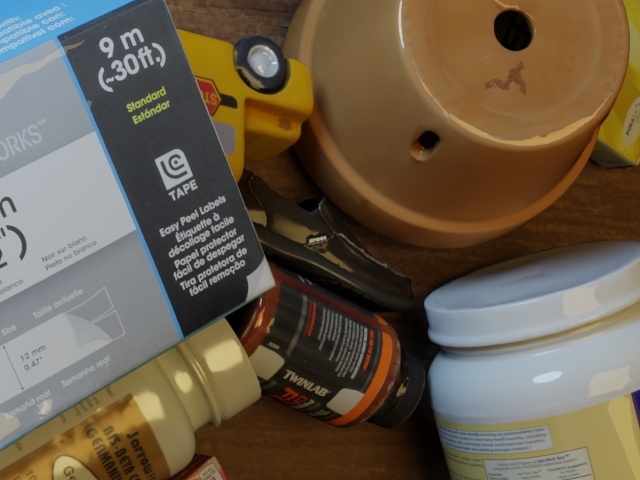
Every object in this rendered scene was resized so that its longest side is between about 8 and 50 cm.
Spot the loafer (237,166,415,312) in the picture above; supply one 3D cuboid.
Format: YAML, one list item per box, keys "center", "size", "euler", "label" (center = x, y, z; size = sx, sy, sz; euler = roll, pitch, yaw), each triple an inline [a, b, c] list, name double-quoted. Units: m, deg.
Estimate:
- center: [0.000, 0.000, 1.499]
  size: [0.220, 0.080, 0.078]
  euler: [28, 72, -31]
  label: "loafer"

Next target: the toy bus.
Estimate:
- center: [-0.167, -0.107, 1.356]
  size: [0.333, 0.108, 0.130]
  euler: [11, 66, -33]
  label: "toy bus"

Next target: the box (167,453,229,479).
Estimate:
- center: [-0.171, 0.286, 1.352]
  size: [0.257, 0.122, 0.128]
  euler: [-38, 110, -28]
  label: "box"

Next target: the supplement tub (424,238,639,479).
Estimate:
- center: [0.232, 0.186, 1.554]
  size: [0.241, 0.241, 0.331]
  euler: [-22, 101, -32]
  label: "supplement tub"

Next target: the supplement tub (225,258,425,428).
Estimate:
- center: [-0.005, 0.094, 1.479]
  size: [0.198, 0.106, 0.106]
  euler: [27, 74, -29]
  label: "supplement tub"

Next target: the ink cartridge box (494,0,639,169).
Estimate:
- center: [0.234, -0.273, 1.673]
  size: [0.307, 0.072, 0.303]
  euler: [31, 73, -32]
  label: "ink cartridge box"

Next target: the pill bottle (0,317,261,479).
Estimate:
- center: [-0.167, 0.137, 1.324]
  size: [0.229, 0.131, 0.131]
  euler: [-31, 106, -15]
  label: "pill bottle"

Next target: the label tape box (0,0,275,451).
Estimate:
- center: [-0.209, -0.067, 1.188]
  size: [0.249, 0.115, 0.347]
  euler: [-30, 110, -28]
  label: "label tape box"

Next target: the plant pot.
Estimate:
- center: [0.130, -0.152, 1.467]
  size: [0.291, 0.203, 0.291]
  euler: [3, 79, -15]
  label: "plant pot"
